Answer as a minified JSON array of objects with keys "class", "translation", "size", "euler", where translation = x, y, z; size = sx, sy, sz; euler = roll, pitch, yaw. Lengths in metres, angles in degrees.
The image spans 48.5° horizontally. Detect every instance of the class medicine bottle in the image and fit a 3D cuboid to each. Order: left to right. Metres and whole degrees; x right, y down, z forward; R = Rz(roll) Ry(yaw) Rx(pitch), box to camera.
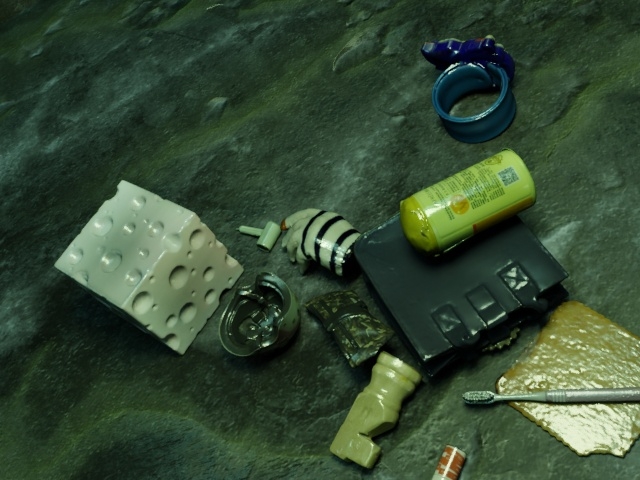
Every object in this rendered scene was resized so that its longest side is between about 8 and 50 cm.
[{"class":"medicine bottle","translation":[0.258,-0.063,1.275],"size":[0.238,0.124,0.124],"euler":[-28,51,0]}]

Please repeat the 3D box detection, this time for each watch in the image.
[{"class":"watch","translation":[0.327,-0.326,1.556],"size":[0.196,0.171,0.200],"euler":[2,70,38]}]

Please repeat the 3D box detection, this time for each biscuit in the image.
[{"class":"biscuit","translation":[0.452,0.236,1.204],"size":[0.232,0.013,0.236],"euler":[-46,52,-11]}]

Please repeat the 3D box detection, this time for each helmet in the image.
[{"class":"helmet","translation":[-0.109,0.161,1.439],"size":[0.177,0.107,0.153],"euler":[-39,52,19]}]

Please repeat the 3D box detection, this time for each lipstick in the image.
[{"class":"lipstick","translation":[0.201,0.407,1.179],"size":[0.038,0.038,0.131],"euler":[16,66,31]}]

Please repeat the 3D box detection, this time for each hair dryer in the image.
[{"class":"hair dryer","translation":[-0.150,-0.015,1.619],"size":[0.124,0.038,0.063],"euler":[11,63,35]}]

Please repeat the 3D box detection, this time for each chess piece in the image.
[{"class":"chess piece","translation":[0.098,0.307,1.272],"size":[0.090,0.090,0.201],"euler":[24,77,34]}]

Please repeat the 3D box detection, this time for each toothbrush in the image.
[{"class":"toothbrush","translation":[0.412,0.257,1.179],"size":[0.353,0.029,0.024],"euler":[-5,70,19]}]

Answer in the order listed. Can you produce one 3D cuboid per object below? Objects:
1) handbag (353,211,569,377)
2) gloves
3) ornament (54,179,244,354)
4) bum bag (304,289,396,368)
[{"class":"handbag","translation":[0.255,0.067,1.332],"size":[0.303,0.122,0.329],"euler":[-31,51,-3]},{"class":"gloves","translation":[-0.005,-0.005,1.490],"size":[0.218,0.131,0.140],"euler":[30,71,28]},{"class":"ornament","translation":[-0.360,0.057,1.525],"size":[0.239,0.240,0.240],"euler":[24,71,34]},{"class":"bum bag","translation":[0.057,0.157,1.371],"size":[0.102,0.069,0.248],"euler":[-40,36,-3]}]
